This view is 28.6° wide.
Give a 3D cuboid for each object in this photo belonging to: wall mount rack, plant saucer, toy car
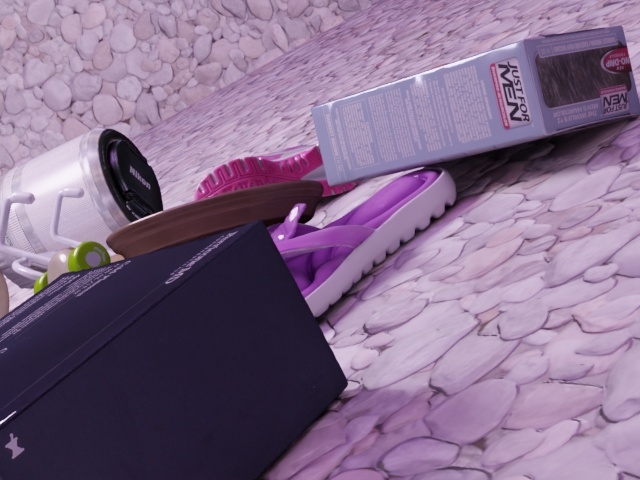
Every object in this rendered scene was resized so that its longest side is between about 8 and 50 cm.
[{"bbox_3d":[-0.297,0.000,1.869,0.304,0.130,0.350,14,7,9],"label":"wall mount rack"},{"bbox_3d":[-0.126,-0.017,1.556,0.277,0.041,0.278,-14,-5,-1],"label":"plant saucer"},{"bbox_3d":[-0.260,0.075,1.672,0.188,0.149,0.155,-7,-13,-35],"label":"toy car"}]

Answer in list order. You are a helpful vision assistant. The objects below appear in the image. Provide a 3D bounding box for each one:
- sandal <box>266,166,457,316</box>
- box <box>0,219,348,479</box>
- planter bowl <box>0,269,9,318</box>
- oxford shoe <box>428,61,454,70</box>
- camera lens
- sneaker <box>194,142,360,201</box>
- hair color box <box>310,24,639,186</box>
[{"bbox_3d":[-0.010,0.002,1.436,0.169,0.102,0.416,-12,19,48],"label":"sandal"},{"bbox_3d":[-0.211,0.161,1.088,0.312,0.179,0.343,-15,19,45],"label":"box"},{"bbox_3d":[-0.584,0.118,2.090,0.162,0.109,0.162,-25,13,6],"label":"planter bowl"},{"bbox_3d":[0.190,-0.222,1.901,0.271,0.097,0.098,-14,13,43],"label":"oxford shoe"},{"bbox_3d":[-0.429,-0.056,2.195,0.274,0.219,0.219,-23,14,16],"label":"camera lens"},{"bbox_3d":[-0.066,-0.081,1.848,0.252,0.103,0.111,-13,2,-17],"label":"sneaker"},{"bbox_3d":[0.182,-0.161,1.552,0.185,0.114,0.374,-15,4,-40],"label":"hair color box"}]
